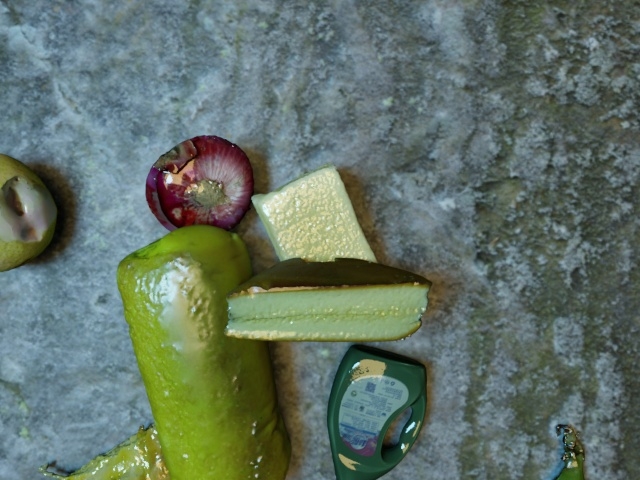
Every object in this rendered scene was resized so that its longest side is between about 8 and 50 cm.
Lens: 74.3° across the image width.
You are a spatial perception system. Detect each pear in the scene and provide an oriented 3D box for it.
[{"bbox_3d":[-0.459,-0.038,0.569,0.178,0.178,0.178,0,88,1],"label":"pear"}]

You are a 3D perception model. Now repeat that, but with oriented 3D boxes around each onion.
[{"bbox_3d":[-0.177,-0.083,0.603,0.150,0.140,0.150,-16,121,-28],"label":"onion"}]

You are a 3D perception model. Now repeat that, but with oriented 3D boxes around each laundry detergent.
[{"bbox_3d":[0.073,0.264,0.597,0.137,0.063,0.211,14,88,-5],"label":"laundry detergent"}]

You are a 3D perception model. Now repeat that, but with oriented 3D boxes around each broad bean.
[{"bbox_3d":[0.253,0.379,0.598,0.292,0.049,0.144,-20,81,-2],"label":"broad bean"}]

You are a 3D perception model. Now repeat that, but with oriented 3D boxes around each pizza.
[{"bbox_3d":[-0.324,0.411,0.594,0.288,0.075,0.280,-10,87,0],"label":"pizza"}]

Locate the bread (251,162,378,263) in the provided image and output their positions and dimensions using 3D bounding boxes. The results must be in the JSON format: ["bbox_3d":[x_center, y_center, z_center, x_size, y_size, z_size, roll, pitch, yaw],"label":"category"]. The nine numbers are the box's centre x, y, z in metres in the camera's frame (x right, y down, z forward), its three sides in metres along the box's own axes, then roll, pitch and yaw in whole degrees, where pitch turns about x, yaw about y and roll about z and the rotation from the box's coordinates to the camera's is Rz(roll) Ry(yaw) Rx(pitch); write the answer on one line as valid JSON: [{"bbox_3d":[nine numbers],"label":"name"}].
[{"bbox_3d":[0.000,-0.001,0.589,0.125,0.068,0.188,-25,99,-2],"label":"bread"}]

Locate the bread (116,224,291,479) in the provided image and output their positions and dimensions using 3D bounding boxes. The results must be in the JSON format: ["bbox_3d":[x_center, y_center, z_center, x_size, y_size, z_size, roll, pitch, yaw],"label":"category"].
[{"bbox_3d":[-0.141,0.172,0.544,0.166,0.112,0.383,-13,98,-16],"label":"bread"}]

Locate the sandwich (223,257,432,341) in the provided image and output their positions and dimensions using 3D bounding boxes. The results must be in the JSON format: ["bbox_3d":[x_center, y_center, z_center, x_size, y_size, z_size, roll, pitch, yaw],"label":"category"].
[{"bbox_3d":[0.006,0.074,0.524,0.244,0.088,0.090,0,107,-9],"label":"sandwich"}]
